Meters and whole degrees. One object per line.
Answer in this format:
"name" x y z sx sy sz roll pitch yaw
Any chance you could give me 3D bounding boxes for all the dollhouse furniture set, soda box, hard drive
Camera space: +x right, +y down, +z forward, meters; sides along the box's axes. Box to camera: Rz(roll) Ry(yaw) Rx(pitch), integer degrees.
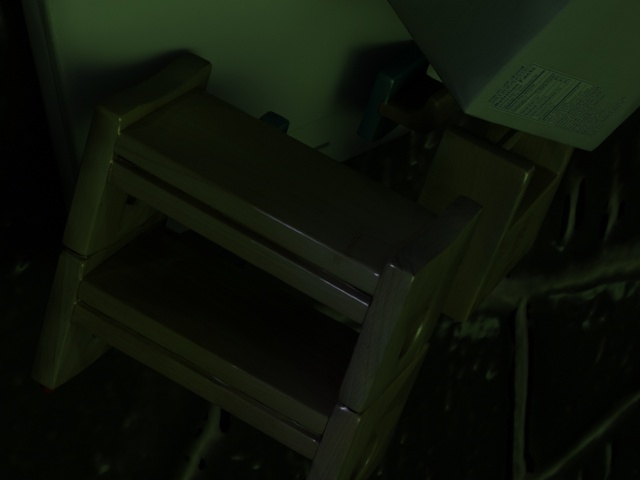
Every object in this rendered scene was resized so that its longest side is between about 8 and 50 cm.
"dollhouse furniture set" 0.000 0.000 0.677 0.183 0.129 0.129 -40 155 -55
"soda box" 0.144 -0.164 0.584 0.091 0.098 0.286 9 134 -50
"hard drive" -0.020 -0.150 0.626 0.203 0.040 0.307 -25 137 -20
